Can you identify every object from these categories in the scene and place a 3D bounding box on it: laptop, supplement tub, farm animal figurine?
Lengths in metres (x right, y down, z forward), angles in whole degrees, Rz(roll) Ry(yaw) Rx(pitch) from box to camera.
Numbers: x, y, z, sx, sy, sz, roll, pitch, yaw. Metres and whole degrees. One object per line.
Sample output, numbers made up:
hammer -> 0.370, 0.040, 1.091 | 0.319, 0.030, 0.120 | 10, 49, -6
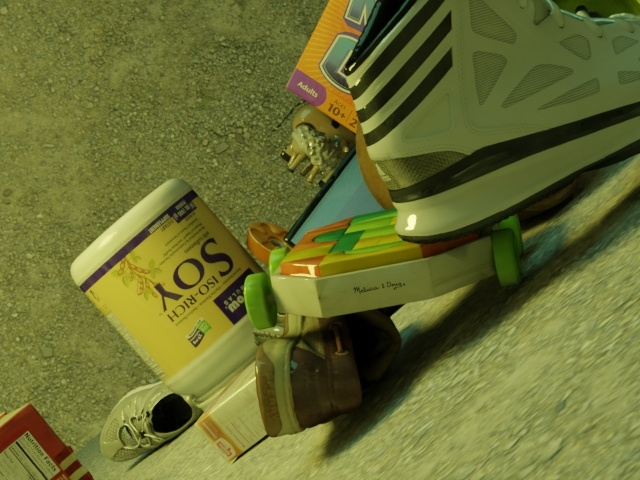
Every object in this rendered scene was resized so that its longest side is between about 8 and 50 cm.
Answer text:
laptop -> 0.083, -0.041, 1.847 | 0.234, 0.136, 0.264 | -53, 9, 1
supplement tub -> -0.208, 0.094, 2.186 | 0.241, 0.331, 0.241 | -41, 3, 3
farm animal figurine -> 0.066, -0.173, 2.779 | 0.172, 0.327, 0.330 | -52, 20, 8

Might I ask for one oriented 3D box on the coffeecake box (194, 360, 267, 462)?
coffeecake box -> -0.048, 0.171, 1.679 | 0.185, 0.068, 0.142 | -39, 4, 26

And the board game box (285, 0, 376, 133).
board game box -> 0.218, -0.381, 2.556 | 0.356, 0.356, 0.356 | -61, -9, 33

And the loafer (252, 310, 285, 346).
loafer -> -0.038, 0.127, 1.911 | 0.087, 0.094, 0.251 | -46, 4, -9

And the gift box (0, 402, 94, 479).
gift box -> -0.470, 0.395, 1.934 | 0.276, 0.255, 0.258 | -36, 3, -26

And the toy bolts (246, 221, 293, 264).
toy bolts -> 0.000, 0.000, 2.103 | 0.158, 0.218, 0.228 | -63, 1, 24

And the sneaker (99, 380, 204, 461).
sneaker -> -0.289, 0.300, 2.340 | 0.281, 0.105, 0.115 | -38, 4, 28

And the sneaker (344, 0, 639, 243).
sneaker -> 0.225, -0.199, 1.279 | 0.447, 0.257, 0.169 | -27, 11, -17

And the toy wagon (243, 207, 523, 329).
toy wagon -> 0.074, 0.012, 1.427 | 0.267, 0.068, 0.344 | -10, 11, 11

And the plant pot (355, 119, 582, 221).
plant pot -> 0.195, -0.109, 1.581 | 0.237, 0.237, 0.254 | -41, 19, -9

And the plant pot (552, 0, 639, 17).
plant pot -> 0.398, -0.345, 2.113 | 0.227, 0.228, 0.207 | -41, -3, 25

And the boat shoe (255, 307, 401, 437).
boat shoe -> 0.026, 0.117, 1.427 | 0.123, 0.123, 0.342 | -10, 5, 11

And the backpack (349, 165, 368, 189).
backpack -> 0.137, -0.079, 2.004 | 0.188, 0.166, 0.144 | -40, 3, -2
